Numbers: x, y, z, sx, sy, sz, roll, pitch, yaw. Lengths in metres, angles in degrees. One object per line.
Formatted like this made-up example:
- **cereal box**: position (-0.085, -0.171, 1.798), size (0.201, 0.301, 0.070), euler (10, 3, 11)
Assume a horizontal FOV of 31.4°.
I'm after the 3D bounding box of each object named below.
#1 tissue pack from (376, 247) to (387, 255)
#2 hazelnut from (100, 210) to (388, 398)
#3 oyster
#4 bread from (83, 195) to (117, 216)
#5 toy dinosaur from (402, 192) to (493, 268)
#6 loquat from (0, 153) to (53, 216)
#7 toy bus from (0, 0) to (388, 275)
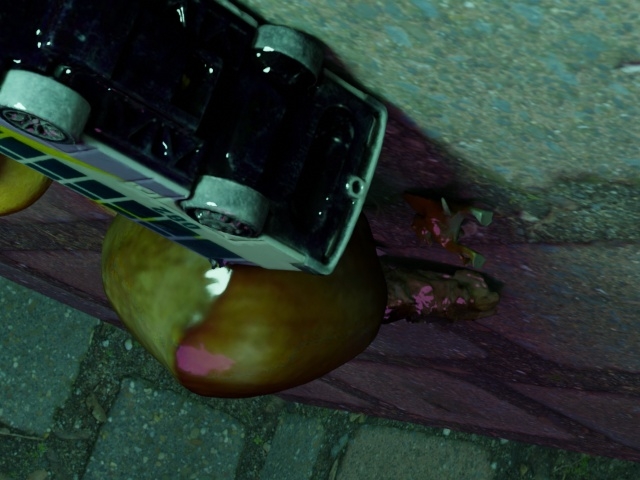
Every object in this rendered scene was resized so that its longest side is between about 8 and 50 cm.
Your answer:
- **tissue pack**: position (0.000, 0.000, 1.769), size (0.122, 0.026, 0.193), euler (29, 162, -32)
- **hazelnut**: position (-0.099, 0.037, 1.461), size (0.365, 0.366, 0.366), euler (18, 165, 5)
- **oyster**: position (0.160, 0.090, 1.763), size (0.232, 0.107, 0.161), euler (14, 156, 12)
- **bread**: position (-0.305, -0.069, 1.836), size (0.149, 0.073, 0.122), euler (29, 168, -26)
- **toy dinosaur**: position (0.151, -0.035, 1.435), size (0.142, 0.057, 0.212), euler (33, 164, 36)
- **loquat**: position (-0.475, -0.120, 1.591), size (0.234, 0.187, 0.176), euler (-13, 154, 11)
- **toy bus**: position (-0.171, -0.136, 1.125), size (0.440, 0.209, 0.249), euler (29, 162, -33)
